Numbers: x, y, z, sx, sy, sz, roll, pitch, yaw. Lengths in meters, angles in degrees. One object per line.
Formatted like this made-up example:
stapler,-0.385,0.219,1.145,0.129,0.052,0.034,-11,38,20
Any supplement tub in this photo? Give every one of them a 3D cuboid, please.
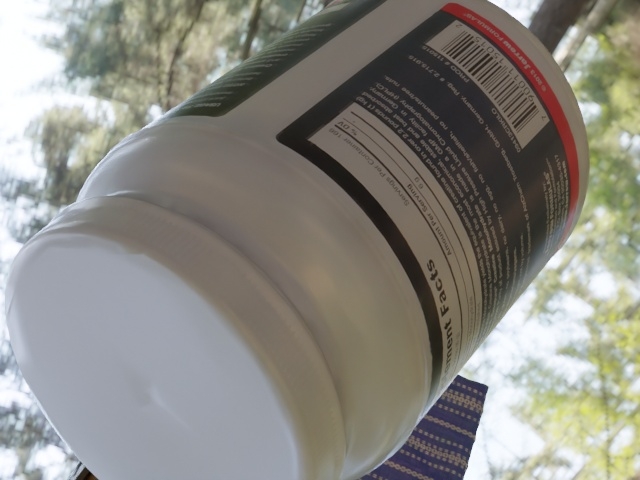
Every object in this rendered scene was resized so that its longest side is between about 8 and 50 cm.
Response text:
supplement tub,0.000,0.000,0.593,0.191,0.191,0.272,37,-133,11

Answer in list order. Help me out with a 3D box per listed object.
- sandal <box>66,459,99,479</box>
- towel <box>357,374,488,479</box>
sandal,-0.187,0.240,1.017,0.060,0.090,0.219,3,-138,21
towel,0.025,0.227,1.187,0.243,0.040,0.336,24,-131,0
